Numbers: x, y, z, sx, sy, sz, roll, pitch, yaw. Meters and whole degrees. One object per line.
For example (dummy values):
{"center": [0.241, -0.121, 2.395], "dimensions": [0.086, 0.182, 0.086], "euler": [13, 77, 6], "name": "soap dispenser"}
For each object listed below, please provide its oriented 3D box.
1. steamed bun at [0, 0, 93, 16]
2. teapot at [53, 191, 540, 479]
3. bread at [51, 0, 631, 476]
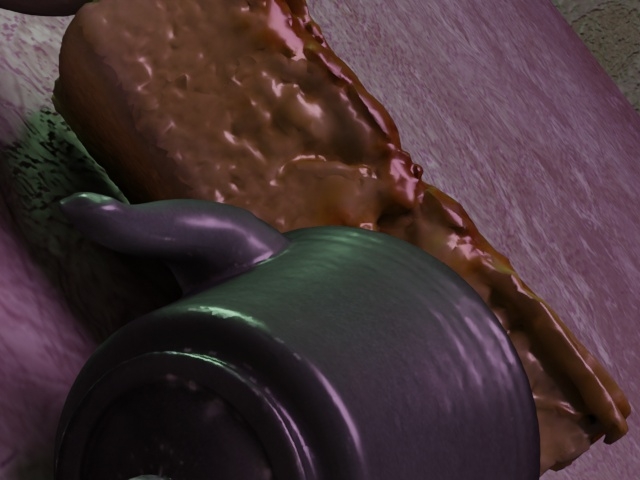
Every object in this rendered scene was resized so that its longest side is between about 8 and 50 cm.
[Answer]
{"center": [-0.183, -0.196, 0.788], "dimensions": [0.211, 0.144, 0.218], "euler": [-119, -167, -51], "name": "steamed bun"}
{"center": [-0.021, 0.091, 0.651], "dimensions": [0.149, 0.162, 0.239], "euler": [-11, 80, -61], "name": "teapot"}
{"center": [0.000, 0.000, 0.823], "dimensions": [0.274, 0.114, 0.185], "euler": [52, -11, 0], "name": "bread"}
